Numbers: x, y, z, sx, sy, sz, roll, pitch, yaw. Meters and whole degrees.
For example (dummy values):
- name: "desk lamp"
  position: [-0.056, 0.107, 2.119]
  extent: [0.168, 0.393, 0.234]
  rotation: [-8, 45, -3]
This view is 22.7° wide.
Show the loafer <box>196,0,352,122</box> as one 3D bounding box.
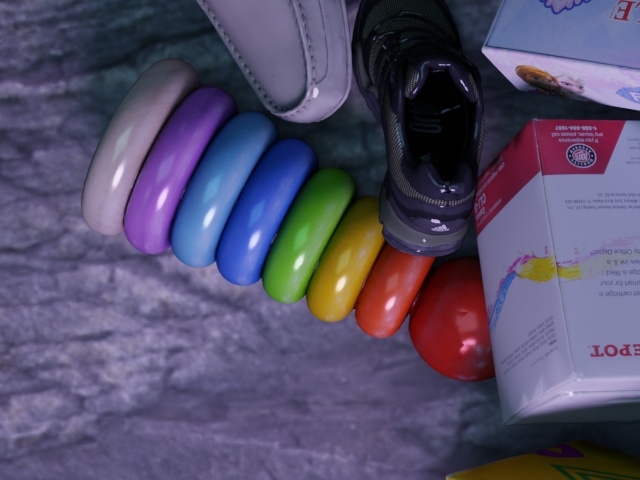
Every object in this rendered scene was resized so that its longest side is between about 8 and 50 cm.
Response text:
- name: "loafer"
  position: [-0.077, -0.227, 1.144]
  extent: [0.112, 0.111, 0.319]
  rotation: [-34, 78, 43]

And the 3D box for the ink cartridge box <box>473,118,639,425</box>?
- name: "ink cartridge box"
  position: [0.186, 0.025, 1.051]
  extent: [0.128, 0.127, 0.176]
  rotation: [1, 69, -16]

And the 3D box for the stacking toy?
- name: "stacking toy"
  position: [0.000, 0.000, 1.153]
  extent: [0.330, 0.141, 0.141]
  rotation: [28, 98, 4]

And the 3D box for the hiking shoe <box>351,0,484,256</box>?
- name: "hiking shoe"
  position: [0.078, -0.109, 1.095]
  extent: [0.086, 0.114, 0.227]
  rotation: [-1, 63, -16]

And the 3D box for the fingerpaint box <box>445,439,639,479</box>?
- name: "fingerpaint box"
  position: [0.238, 0.392, 0.983]
  extent: [0.371, 0.163, 0.445]
  rotation: [15, 104, 42]

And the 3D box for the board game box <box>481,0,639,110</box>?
- name: "board game box"
  position: [0.298, -0.221, 0.982]
  extent: [0.318, 0.066, 0.318]
  rotation: [16, 77, 38]
